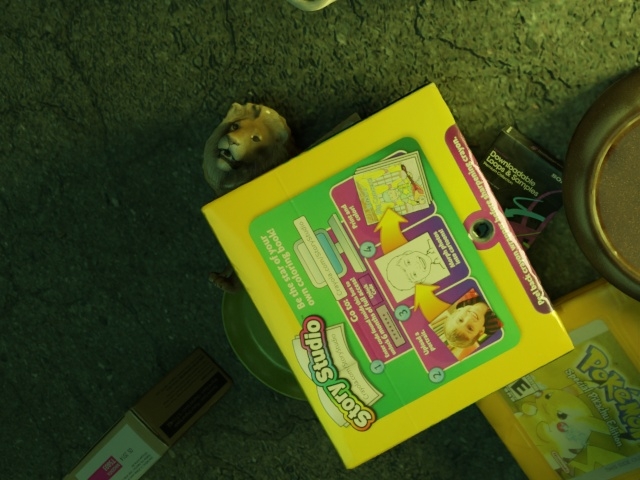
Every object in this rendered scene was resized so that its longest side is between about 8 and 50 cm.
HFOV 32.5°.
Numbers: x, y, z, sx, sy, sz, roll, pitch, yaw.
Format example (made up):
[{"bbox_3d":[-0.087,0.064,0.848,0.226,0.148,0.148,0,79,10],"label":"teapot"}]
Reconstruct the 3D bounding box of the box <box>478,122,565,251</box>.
[{"bbox_3d":[0.236,-0.051,1.377,0.116,0.029,0.162,36,124,7],"label":"box"}]

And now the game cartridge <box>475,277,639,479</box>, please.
[{"bbox_3d":[0.370,0.201,1.422,0.324,0.053,0.285,-31,98,36],"label":"game cartridge"}]

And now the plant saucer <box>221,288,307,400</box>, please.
[{"bbox_3d":[-0.030,0.123,1.599,0.241,0.037,0.241,12,118,22],"label":"plant saucer"}]

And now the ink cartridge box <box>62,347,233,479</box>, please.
[{"bbox_3d":[-0.269,0.298,1.717,0.088,0.193,0.235,46,127,0],"label":"ink cartridge box"}]

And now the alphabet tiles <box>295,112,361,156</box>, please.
[{"bbox_3d":[0.040,-0.038,1.399,0.237,0.009,0.198,-36,95,-7],"label":"alphabet tiles"}]

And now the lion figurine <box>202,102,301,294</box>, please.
[{"bbox_3d":[0.000,0.000,1.466,0.392,0.142,0.240,30,88,-6],"label":"lion figurine"}]

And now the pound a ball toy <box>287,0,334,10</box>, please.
[{"bbox_3d":[0.057,-0.358,1.133,0.136,0.319,0.208,39,126,5],"label":"pound a ball toy"}]

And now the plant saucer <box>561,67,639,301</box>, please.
[{"bbox_3d":[0.425,-0.052,1.238,0.311,0.050,0.310,8,111,21],"label":"plant saucer"}]

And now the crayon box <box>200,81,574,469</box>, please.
[{"bbox_3d":[0.080,0.042,1.332,0.313,0.106,0.363,-28,95,3],"label":"crayon box"}]
